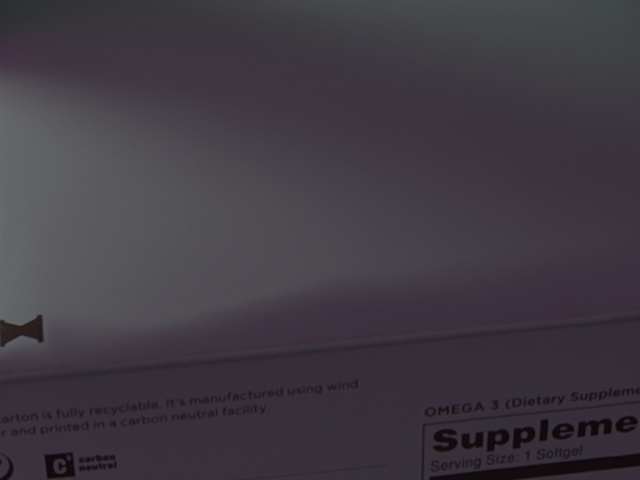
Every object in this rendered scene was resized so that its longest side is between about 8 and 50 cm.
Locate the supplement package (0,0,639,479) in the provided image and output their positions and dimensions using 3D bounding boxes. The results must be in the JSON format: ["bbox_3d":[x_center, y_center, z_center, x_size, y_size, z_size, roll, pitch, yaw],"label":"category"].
[{"bbox_3d":[0.000,0.000,0.531,0.262,0.204,0.145,-104,10,-52],"label":"supplement package"}]
